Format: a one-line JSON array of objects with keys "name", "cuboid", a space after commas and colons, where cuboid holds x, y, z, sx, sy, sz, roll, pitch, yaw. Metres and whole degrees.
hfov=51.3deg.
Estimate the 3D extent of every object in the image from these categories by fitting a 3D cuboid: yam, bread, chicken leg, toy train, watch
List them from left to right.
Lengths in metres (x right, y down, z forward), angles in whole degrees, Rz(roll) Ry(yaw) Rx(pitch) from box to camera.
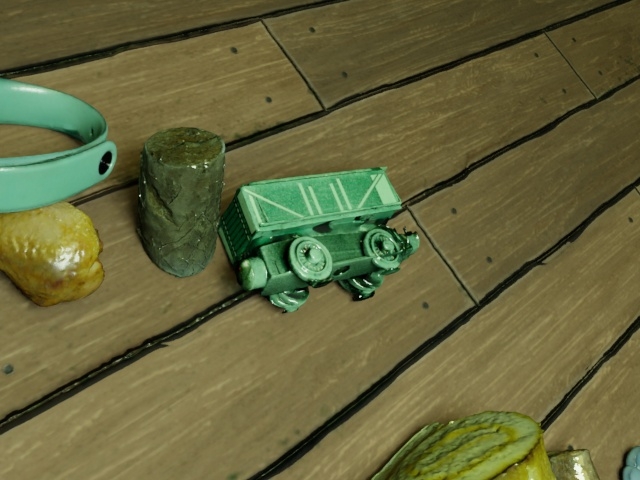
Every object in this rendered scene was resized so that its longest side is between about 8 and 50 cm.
[{"name": "chicken leg", "cuboid": [-0.341, -0.013, 0.686, 0.252, 0.087, 0.107, 21, 44, -10]}, {"name": "watch", "cuboid": [-0.334, -0.102, 0.697, 0.195, 0.068, 0.237, 24, 27, 4]}, {"name": "yam", "cuboid": [-0.159, -0.051, 0.762, 0.107, 0.183, 0.107, 9, 50, -10]}, {"name": "toy train", "cuboid": [0.000, 0.000, 0.855, 0.270, 0.115, 0.154, -11, 61, -33]}, {"name": "bread", "cuboid": [0.140, 0.294, 0.726, 0.257, 0.186, 0.123, -23, 94, -32]}, {"name": "yam", "cuboid": [0.365, 0.419, 0.856, 0.066, 0.066, 0.299, -1, 66, -30]}]

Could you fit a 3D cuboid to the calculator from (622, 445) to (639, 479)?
[{"name": "calculator", "cuboid": [0.540, 0.437, 0.956, 0.188, 0.042, 0.302, -32, 86, -37]}]
